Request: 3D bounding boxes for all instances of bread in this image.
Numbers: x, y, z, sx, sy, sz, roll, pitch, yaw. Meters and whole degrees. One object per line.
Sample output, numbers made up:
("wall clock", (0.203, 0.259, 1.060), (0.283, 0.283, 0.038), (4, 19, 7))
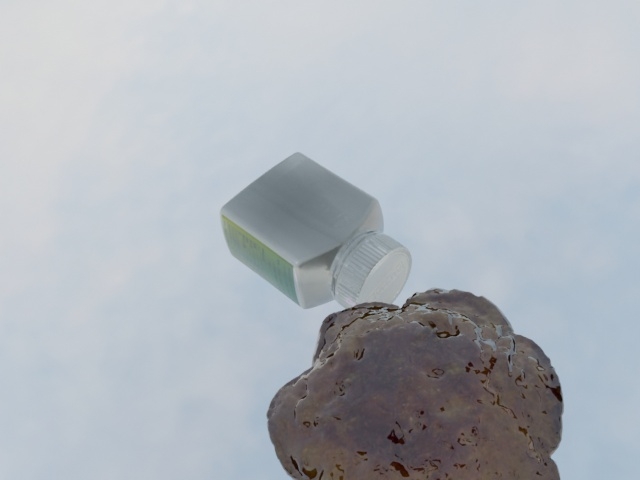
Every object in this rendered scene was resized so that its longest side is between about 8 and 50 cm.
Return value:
("bread", (0.073, 0.151, 0.659), (0.231, 0.135, 0.247), (0, -130, 6))

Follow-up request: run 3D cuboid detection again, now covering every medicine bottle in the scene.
("medicine bottle", (0.000, 0.000, 0.868), (0.132, 0.088, 0.188), (-38, -126, -25))
